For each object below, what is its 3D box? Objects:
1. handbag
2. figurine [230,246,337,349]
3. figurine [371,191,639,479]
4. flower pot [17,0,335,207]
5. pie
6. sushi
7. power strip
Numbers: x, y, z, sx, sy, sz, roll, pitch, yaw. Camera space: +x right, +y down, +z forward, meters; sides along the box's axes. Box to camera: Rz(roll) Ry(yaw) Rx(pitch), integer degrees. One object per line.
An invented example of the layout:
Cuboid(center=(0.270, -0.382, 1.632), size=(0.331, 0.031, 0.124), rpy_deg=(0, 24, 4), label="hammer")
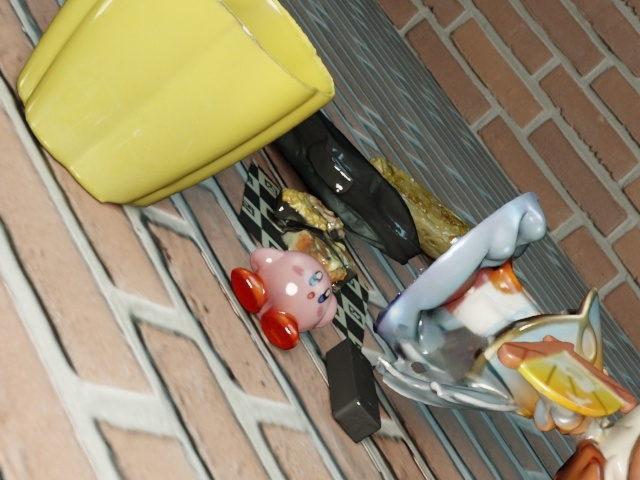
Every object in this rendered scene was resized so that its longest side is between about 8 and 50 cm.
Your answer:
Cuboid(center=(0.005, -0.097, 1.494), size=(0.191, 0.075, 0.332), rpy_deg=(47, 6, -37), label="handbag")
Cuboid(center=(-0.027, 0.040, 1.073), size=(0.083, 0.071, 0.067), rpy_deg=(57, -29, -4), label="figurine")
Cuboid(center=(0.209, 0.181, 1.117), size=(0.388, 0.248, 0.276), rpy_deg=(49, 16, 10), label="figurine")
Cuboid(center=(-0.116, -0.125, 0.986), size=(0.195, 0.179, 0.195), rpy_deg=(46, 15, -17), label="flower pot")
Cuboid(center=(0.158, -0.017, 1.836), size=(0.282, 0.068, 0.128), rpy_deg=(40, 15, -35), label="pie")
Cuboid(center=(0.000, 0.000, 1.331), size=(0.193, 0.040, 0.210), rpy_deg=(48, 13, -11), label="sushi")
Cuboid(center=(0.026, 0.123, 1.104), size=(0.038, 0.029, 0.111), rpy_deg=(51, 13, -21), label="power strip")
